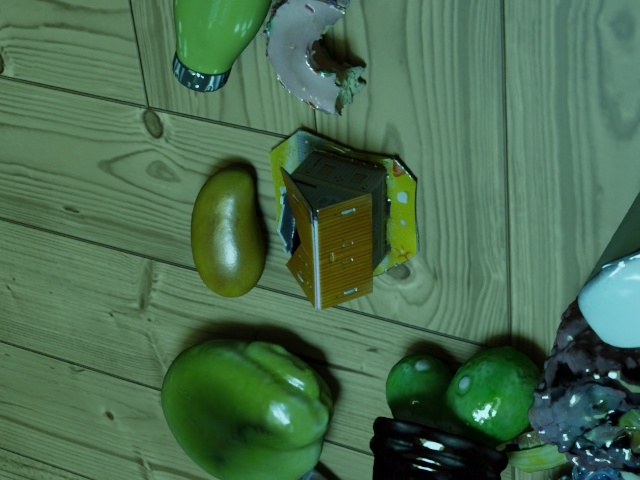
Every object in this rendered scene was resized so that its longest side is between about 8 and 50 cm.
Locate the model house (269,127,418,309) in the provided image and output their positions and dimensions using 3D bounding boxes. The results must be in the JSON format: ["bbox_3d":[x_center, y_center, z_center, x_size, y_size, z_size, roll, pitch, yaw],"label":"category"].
[{"bbox_3d":[0.000,0.000,1.898,0.207,0.136,0.219,17,131,21],"label":"model house"}]

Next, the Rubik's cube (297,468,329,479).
[{"bbox_3d":[-0.024,0.528,2.208,0.259,0.256,0.253,36,129,-5],"label":"Rubik's cube"}]

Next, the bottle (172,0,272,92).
[{"bbox_3d":[-0.110,-0.282,1.774,0.112,0.112,0.260,32,135,10],"label":"bottle"}]

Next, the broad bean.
[{"bbox_3d":[-0.099,0.239,2.163,0.291,0.119,0.238,-15,113,42],"label":"broad bean"}]

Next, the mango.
[{"bbox_3d":[-0.120,-0.010,2.012,0.102,0.085,0.184,14,124,25],"label":"mango"}]

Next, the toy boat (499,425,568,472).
[{"bbox_3d":[0.290,0.244,1.942,0.172,0.065,0.066,-28,85,42],"label":"toy boat"}]

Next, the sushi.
[{"bbox_3d":[0.378,0.178,1.752,0.270,0.171,0.236,11,128,22],"label":"sushi"}]

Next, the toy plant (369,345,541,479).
[{"bbox_3d":[0.160,0.236,1.935,0.218,0.235,0.175,7,166,41],"label":"toy plant"}]

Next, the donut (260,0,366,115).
[{"bbox_3d":[-0.010,-0.226,1.782,0.117,0.065,0.166,19,130,20],"label":"donut"}]

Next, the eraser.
[{"bbox_3d":[0.377,-0.028,1.507,0.189,0.290,0.104,-30,104,43],"label":"eraser"}]

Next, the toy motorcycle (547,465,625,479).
[{"bbox_3d":[0.354,0.364,1.957,0.204,0.108,0.239,25,142,-17],"label":"toy motorcycle"}]
